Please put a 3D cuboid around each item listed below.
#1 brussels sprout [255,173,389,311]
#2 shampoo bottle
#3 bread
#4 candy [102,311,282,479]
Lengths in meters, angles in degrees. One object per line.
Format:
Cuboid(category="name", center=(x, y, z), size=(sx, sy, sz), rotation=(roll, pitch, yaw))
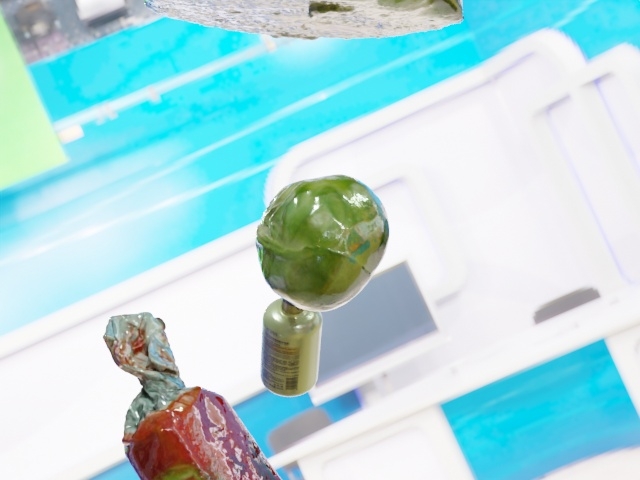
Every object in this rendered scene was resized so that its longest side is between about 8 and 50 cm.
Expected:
Cuboid(category="brussels sprout", center=(-0.001, -0.003, 1.162), size=(0.155, 0.155, 0.117), rotation=(-25, -36, 23))
Cuboid(category="shampoo bottle", center=(-0.038, 0.124, 1.498), size=(0.079, 0.162, 0.079), rotation=(3, 36, -2))
Cuboid(category="bread", center=(-0.021, -0.307, 1.325), size=(0.366, 0.129, 0.382), rotation=(4, 3, -7))
Cuboid(category="candy", center=(-0.058, 0.171, 0.734), size=(0.059, 0.292, 0.086), rotation=(-35, -6, 24))
